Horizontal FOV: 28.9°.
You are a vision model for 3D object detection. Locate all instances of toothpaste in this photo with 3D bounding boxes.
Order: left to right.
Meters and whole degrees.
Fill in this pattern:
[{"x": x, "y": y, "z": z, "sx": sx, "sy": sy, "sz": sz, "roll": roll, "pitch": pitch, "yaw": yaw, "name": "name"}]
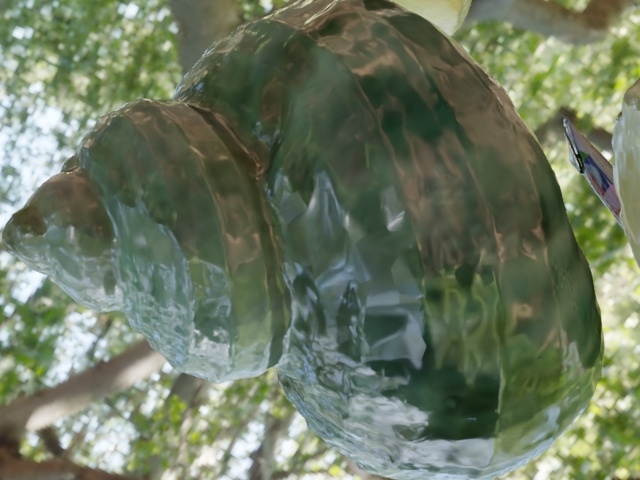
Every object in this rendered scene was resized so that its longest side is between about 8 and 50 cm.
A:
[{"x": 0.241, "y": -0.041, "z": 1.017, "sx": 0.170, "sy": 0.028, "sz": 0.045, "roll": 62, "pitch": 180, "yaw": 45, "name": "toothpaste"}]

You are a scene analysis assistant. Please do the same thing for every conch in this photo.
[{"x": 0.000, "y": 0.000, "z": 0.559, "sx": 0.277, "sy": 0.220, "sz": 0.195, "roll": 6, "pitch": -162, "yaw": -22, "name": "conch"}]

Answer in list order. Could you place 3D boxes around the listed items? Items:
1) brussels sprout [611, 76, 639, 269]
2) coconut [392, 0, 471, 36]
[{"x": 0.331, "y": -0.019, "z": 0.661, "sx": 0.344, "sy": 0.268, "sz": 0.344, "roll": 0, "pitch": -135, "yaw": 0, "name": "brussels sprout"}, {"x": 0.061, "y": -0.261, "z": 1.205, "sx": 0.153, "sy": 0.147, "sz": 0.147, "roll": 0, "pitch": -147, "yaw": -18, "name": "coconut"}]
